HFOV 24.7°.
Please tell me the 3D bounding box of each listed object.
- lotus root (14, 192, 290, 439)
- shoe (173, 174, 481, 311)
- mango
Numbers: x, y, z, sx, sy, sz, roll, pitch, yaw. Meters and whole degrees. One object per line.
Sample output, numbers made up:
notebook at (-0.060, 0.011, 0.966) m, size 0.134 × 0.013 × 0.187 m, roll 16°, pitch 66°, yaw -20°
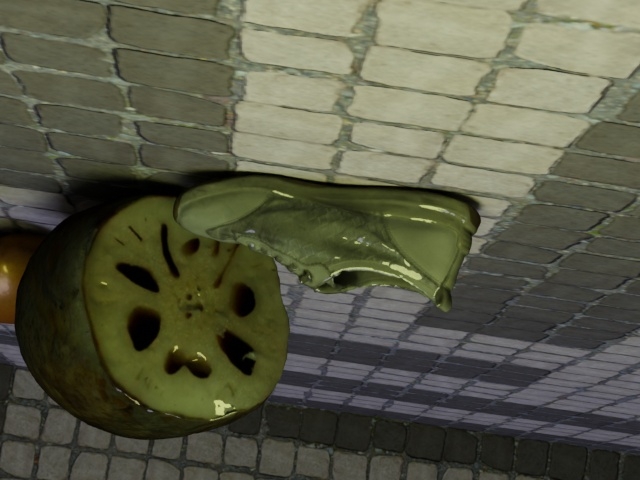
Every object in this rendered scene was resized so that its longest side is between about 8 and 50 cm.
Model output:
lotus root at (-0.186, 0.080, 1.475) m, size 0.250 × 0.250 × 0.346 m, roll 12°, pitch 171°, yaw -19°
shoe at (0.000, 0.000, 1.292) m, size 0.275 × 0.098 × 0.103 m, roll 6°, pitch 164°, yaw 16°
mango at (-0.351, 0.046, 1.725) m, size 0.141 × 0.102 × 0.217 m, roll 2°, pitch 171°, yaw 0°
